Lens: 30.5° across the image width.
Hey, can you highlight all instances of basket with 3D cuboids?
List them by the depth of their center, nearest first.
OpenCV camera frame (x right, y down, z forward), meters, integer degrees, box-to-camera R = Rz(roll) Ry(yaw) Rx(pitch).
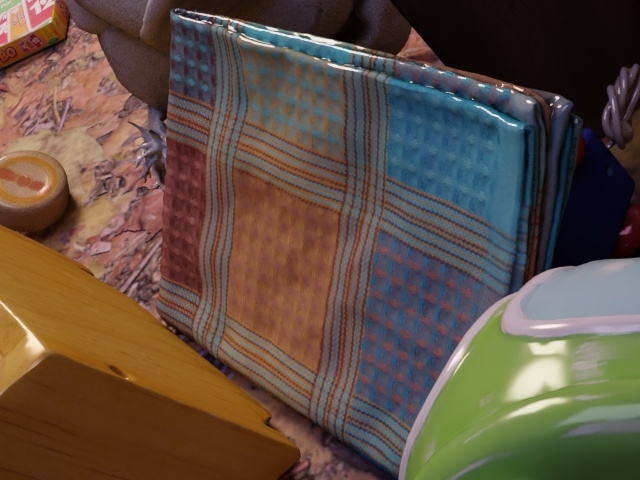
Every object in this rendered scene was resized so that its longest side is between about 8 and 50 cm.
[{"bbox_3d":[0.146,-0.185,0.844,0.204,0.227,0.154,-18,45,22],"label":"basket"}]

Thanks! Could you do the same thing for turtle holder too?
[{"bbox_3d":[0.195,0.107,0.547,0.320,0.243,0.227,-24,25,27],"label":"turtle holder"}]

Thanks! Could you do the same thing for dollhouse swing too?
[{"bbox_3d":[-0.270,0.158,0.816,0.347,0.315,0.305,30,89,47],"label":"dollhouse swing"}]

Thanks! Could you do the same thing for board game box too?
[{"bbox_3d":[-0.361,-0.314,1.454,0.124,0.039,0.259,-21,42,17],"label":"board game box"}]

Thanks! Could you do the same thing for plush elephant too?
[{"bbox_3d":[-0.078,-0.227,1.019,0.255,0.272,0.330,-23,71,35],"label":"plush elephant"}]

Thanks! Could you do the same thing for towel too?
[{"bbox_3d":[0.000,0.000,0.792,0.040,0.271,0.370,-10,24,-39],"label":"towel"}]

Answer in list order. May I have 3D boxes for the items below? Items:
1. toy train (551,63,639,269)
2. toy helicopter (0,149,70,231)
[{"bbox_3d":[0.144,-0.031,0.815,0.143,0.105,0.248,-7,49,47],"label":"toy train"},{"bbox_3d":[-0.421,-0.049,1.118,0.355,0.140,0.235,-5,51,-13],"label":"toy helicopter"}]
